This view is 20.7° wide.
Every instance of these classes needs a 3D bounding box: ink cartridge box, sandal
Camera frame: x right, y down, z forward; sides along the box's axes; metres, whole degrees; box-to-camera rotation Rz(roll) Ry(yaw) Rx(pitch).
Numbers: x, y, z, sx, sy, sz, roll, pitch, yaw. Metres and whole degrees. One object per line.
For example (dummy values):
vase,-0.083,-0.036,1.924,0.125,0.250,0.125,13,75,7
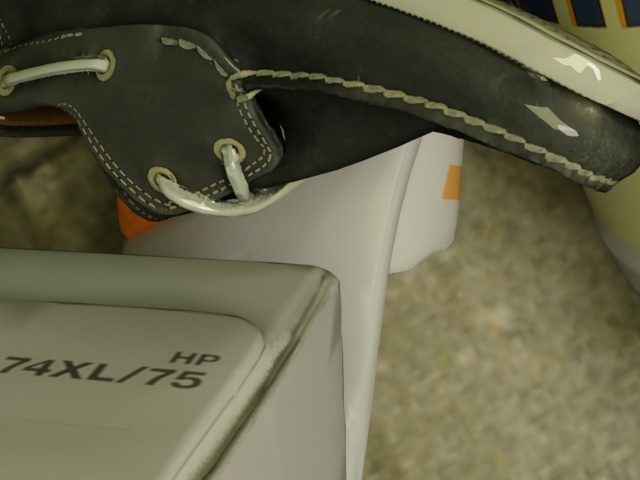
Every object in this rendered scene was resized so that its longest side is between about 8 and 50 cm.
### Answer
ink cartridge box,-0.107,0.156,0.402,0.198,0.197,0.270,3,111,15
sandal,-0.010,0.000,0.528,0.102,0.076,0.265,7,83,23

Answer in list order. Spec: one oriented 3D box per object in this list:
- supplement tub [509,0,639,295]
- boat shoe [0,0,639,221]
supplement tub,0.156,-0.111,0.460,0.235,0.235,0.325,-28,110,-8
boat shoe,-0.018,-0.039,0.444,0.084,0.233,0.079,14,92,-52
